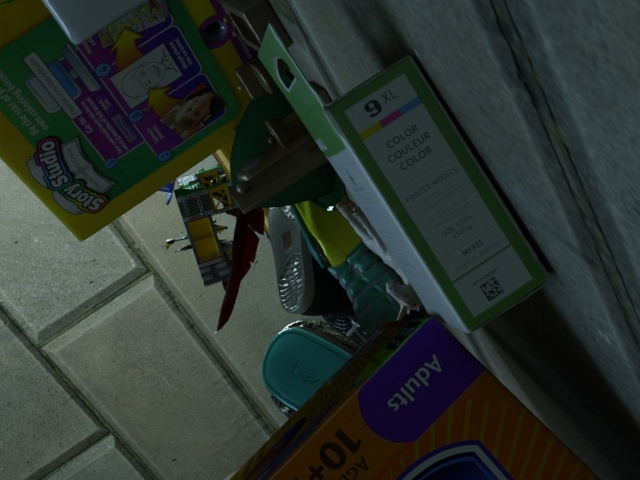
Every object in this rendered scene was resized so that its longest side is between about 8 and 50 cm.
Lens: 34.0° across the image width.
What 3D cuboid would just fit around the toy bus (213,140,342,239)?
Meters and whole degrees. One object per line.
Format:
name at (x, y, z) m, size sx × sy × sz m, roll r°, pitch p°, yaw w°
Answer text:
toy bus at (-0.073, -0.094, 1.509) m, size 0.332 × 0.108 × 0.130 m, roll 56°, pitch 177°, yaw -1°

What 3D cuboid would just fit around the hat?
hat at (-0.091, -0.064, 1.116) m, size 0.208 × 0.183 × 0.173 m, roll 51°, pitch 160°, yaw 29°

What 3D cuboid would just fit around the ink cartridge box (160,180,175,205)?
ink cartridge box at (-0.250, -0.208, 1.730) m, size 0.311 × 0.065 × 0.185 m, roll 112°, pitch 164°, yaw -62°

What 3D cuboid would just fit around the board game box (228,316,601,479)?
board game box at (0.066, 0.307, 0.790) m, size 0.356 × 0.356 × 0.356 m, roll 45°, pitch 176°, yaw 3°

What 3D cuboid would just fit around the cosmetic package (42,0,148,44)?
cosmetic package at (-0.203, -0.325, 0.725) m, size 0.230 × 0.161 × 0.453 m, roll 58°, pitch 175°, yaw -33°

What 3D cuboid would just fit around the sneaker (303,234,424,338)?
sneaker at (0.074, 0.051, 1.321) m, size 0.223 × 0.083 × 0.098 m, roll 56°, pitch -159°, yaw 9°

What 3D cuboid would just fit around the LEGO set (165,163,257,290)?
LEGO set at (-0.142, -0.032, 1.880) m, size 0.331 × 0.255 × 0.192 m, roll -157°, pitch 49°, yaw -71°

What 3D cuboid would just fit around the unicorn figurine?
unicorn figurine at (0.065, 0.005, 1.042) m, size 0.111 × 0.060 × 0.162 m, roll 57°, pitch -167°, yaw -20°

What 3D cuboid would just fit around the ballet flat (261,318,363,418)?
ballet flat at (0.127, 0.226, 1.198) m, size 0.182 × 0.164 × 0.483 m, roll 23°, pitch -177°, yaw -44°

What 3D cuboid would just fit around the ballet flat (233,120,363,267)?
ballet flat at (-0.019, -0.069, 1.260) m, size 0.231 × 0.077 × 0.077 m, roll 56°, pitch 180°, yaw 25°

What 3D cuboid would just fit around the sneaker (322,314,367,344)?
sneaker at (0.042, 0.065, 1.759) m, size 0.110 × 0.107 × 0.275 m, roll 31°, pitch -158°, yaw -47°

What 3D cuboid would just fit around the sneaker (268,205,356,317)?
sneaker at (0.000, 0.000, 1.416) m, size 0.118 × 0.083 × 0.222 m, roll 13°, pitch -114°, yaw -37°

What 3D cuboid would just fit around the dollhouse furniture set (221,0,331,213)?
dollhouse furniture set at (-0.074, -0.136, 0.996) m, size 0.151 × 0.123 × 0.144 m, roll 57°, pitch 176°, yaw -23°

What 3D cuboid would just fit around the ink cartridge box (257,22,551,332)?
ink cartridge box at (0.047, -0.049, 0.636) m, size 0.209 × 0.062 × 0.109 m, roll 56°, pitch 176°, yaw -5°

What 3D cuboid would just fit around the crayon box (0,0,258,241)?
crayon box at (-0.246, -0.200, 1.198) m, size 0.106 × 0.313 × 0.363 m, roll 54°, pitch 176°, yaw 33°
